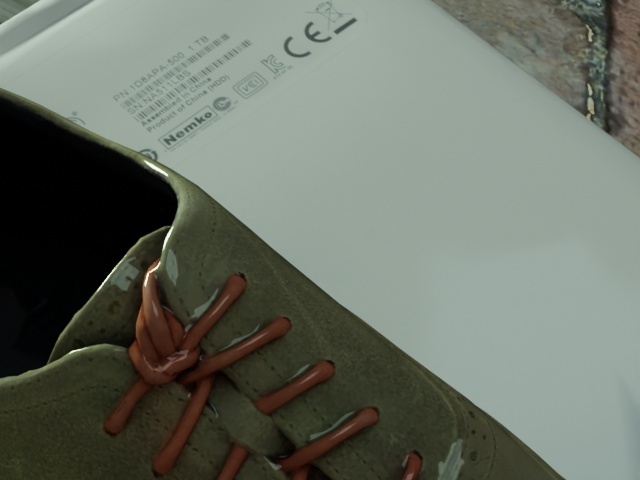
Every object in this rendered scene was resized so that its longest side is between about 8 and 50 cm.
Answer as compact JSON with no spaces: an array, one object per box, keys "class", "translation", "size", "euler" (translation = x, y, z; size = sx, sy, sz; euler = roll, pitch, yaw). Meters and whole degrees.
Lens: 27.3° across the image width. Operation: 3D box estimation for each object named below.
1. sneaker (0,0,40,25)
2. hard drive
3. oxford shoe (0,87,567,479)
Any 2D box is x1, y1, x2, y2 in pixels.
[{"class":"sneaker","translation":[-0.069,-0.123,0.626],"size":[0.208,0.094,0.081],"euler":[21,36,-1]},{"class":"hard drive","translation":[0.000,0.000,0.488],"size":[0.210,0.040,0.318],"euler":[-37,61,-19]},{"class":"oxford shoe","translation":[-0.020,0.066,0.341],"size":[0.348,0.130,0.123],"euler":[31,71,24]}]
